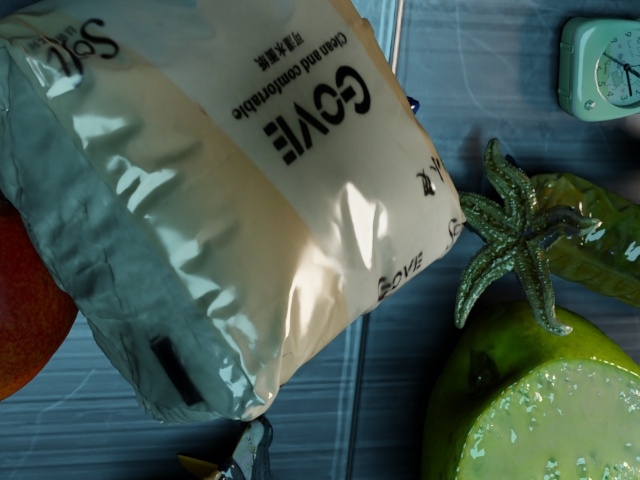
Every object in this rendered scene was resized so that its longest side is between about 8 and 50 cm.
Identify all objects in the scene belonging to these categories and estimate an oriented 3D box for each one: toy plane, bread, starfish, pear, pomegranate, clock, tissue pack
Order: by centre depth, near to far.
[{"bbox_3d":[-0.075,-0.073,1.046,0.390,0.195,0.375,56,48,-10],"label":"tissue pack"},{"bbox_3d":[-0.318,0.042,1.073,0.221,0.221,0.256,27,114,-24],"label":"pomegranate"},{"bbox_3d":[0.173,0.010,1.232,0.053,0.208,0.176,17,115,-47],"label":"starfish"},{"bbox_3d":[0.302,-0.172,1.284,0.135,0.041,0.101,-6,109,-17],"label":"clock"},{"bbox_3d":[0.201,0.197,1.311,0.286,0.176,0.281,-27,112,-12],"label":"pear"},{"bbox_3d":[-0.060,0.350,1.316,0.204,0.103,0.316,-49,124,-36],"label":"toy plane"},{"bbox_3d":[0.303,0.007,1.321,0.270,0.098,0.087,22,58,-24],"label":"bread"}]

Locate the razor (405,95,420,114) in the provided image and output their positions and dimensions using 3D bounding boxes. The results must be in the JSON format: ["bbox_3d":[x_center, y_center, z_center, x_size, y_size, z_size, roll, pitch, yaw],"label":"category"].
[{"bbox_3d":[-0.011,-0.006,1.238,0.056,0.093,0.324,33,93,11],"label":"razor"}]
